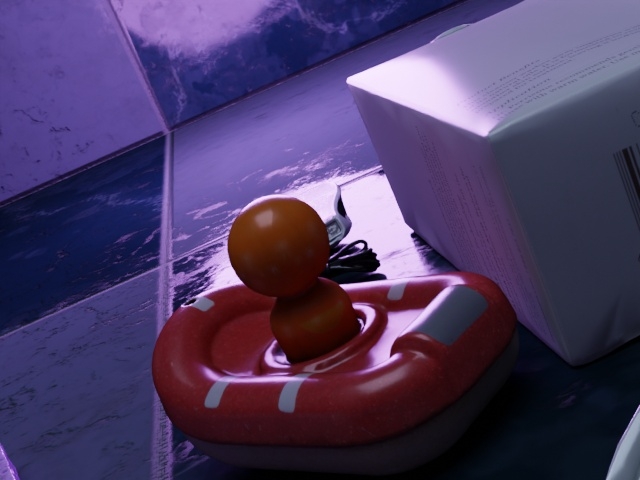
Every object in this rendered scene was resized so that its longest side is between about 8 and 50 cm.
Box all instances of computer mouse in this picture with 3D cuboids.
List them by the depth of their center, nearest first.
[{"bbox_3d":[0.000,0.000,0.956,0.106,0.042,0.193,-25,21,11],"label":"computer mouse"}]

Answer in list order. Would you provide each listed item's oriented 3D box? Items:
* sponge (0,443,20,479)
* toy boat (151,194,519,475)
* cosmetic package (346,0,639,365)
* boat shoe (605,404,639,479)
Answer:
[{"bbox_3d":[-0.242,0.197,0.678,0.117,0.031,0.210,-29,17,-18],"label":"sponge"},{"bbox_3d":[-0.008,0.043,0.625,0.231,0.151,0.151,-9,22,42],"label":"toy boat"},{"bbox_3d":[0.174,-0.077,0.758,0.217,0.156,0.385,-24,15,-2],"label":"cosmetic package"},{"bbox_3d":[0.221,0.056,0.392,0.303,0.091,0.114,-27,60,-17],"label":"boat shoe"}]
